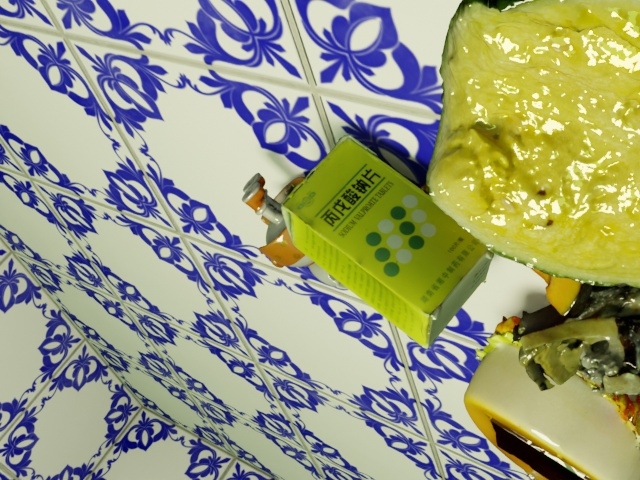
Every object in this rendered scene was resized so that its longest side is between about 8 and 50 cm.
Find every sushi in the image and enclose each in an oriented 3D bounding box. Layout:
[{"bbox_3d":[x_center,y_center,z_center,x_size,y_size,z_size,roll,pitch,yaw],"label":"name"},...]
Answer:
[{"bbox_3d":[0.374,0.117,0.910,0.290,0.131,0.139,-15,137,21],"label":"sushi"}]

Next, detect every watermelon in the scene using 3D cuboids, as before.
[{"bbox_3d":[0.247,-0.118,0.661,0.330,0.189,0.331,16,153,9],"label":"watermelon"}]

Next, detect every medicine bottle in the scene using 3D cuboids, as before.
[{"bbox_3d":[0.086,0.001,1.039,0.250,0.137,0.141,37,165,20],"label":"medicine bottle"}]

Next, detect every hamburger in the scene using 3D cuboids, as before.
[{"bbox_3d":[0.339,0.229,1.111,0.276,0.179,0.294,30,161,33],"label":"hamburger"}]

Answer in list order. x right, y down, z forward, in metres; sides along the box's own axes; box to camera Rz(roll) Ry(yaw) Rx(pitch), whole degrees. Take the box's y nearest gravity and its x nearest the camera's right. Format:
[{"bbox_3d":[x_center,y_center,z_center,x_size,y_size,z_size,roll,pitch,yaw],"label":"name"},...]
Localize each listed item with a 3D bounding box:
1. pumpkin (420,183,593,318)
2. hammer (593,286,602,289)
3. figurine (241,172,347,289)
[{"bbox_3d":[0.249,-0.038,0.896,0.130,0.149,0.254,8,-152,-38],"label":"pumpkin"},{"bbox_3d":[0.336,0.044,0.989,0.103,0.029,0.246,30,154,11],"label":"hammer"},{"bbox_3d":[-0.009,0.004,1.211,0.143,0.143,0.271,1,135,49],"label":"figurine"}]
